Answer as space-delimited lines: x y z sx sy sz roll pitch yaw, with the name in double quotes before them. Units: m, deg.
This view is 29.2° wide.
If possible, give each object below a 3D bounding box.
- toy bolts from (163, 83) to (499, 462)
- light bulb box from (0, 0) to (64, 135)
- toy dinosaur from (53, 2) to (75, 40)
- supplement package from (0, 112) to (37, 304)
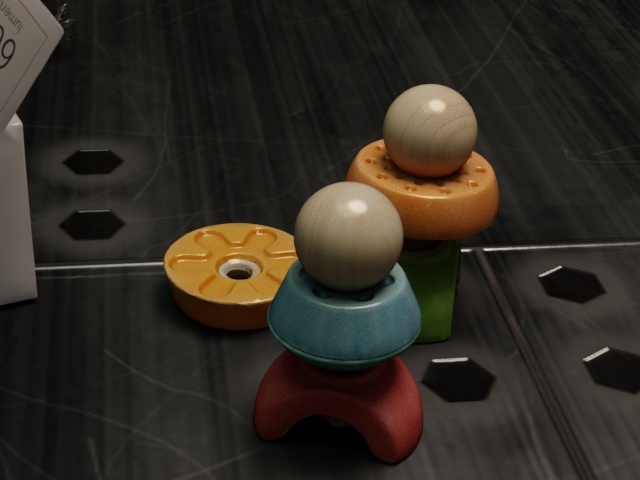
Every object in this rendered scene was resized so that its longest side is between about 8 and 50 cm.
"toy bolts" 0.000 0.000 0.752 0.218 0.158 0.228 6 32 5
"light bulb box" -0.355 -0.068 0.522 0.225 0.358 0.361 20 73 24
"toy dinosaur" -0.309 -0.197 1.144 0.118 0.064 0.268 2 31 25
"supplement package" -0.297 -0.061 0.848 0.139 0.133 0.244 -12 34 -23
